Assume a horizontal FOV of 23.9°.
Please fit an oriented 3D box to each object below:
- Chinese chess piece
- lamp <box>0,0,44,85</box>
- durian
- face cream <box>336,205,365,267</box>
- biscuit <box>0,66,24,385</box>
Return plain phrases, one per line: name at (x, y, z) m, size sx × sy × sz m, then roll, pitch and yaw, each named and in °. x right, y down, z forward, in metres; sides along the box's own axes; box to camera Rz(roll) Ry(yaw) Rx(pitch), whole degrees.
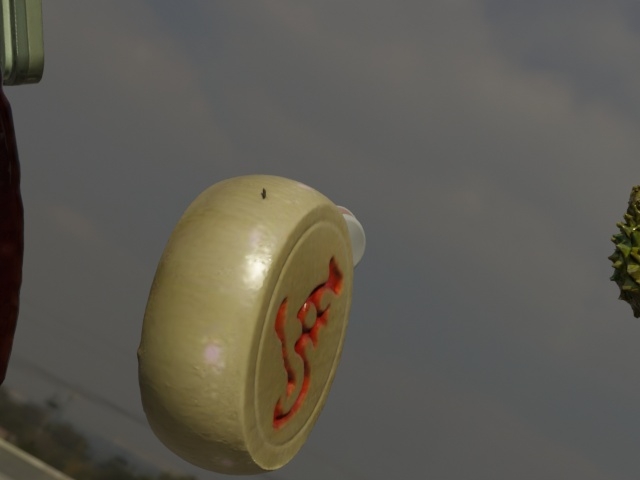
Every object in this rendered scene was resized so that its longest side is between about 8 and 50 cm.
Chinese chess piece at (-0.060, 0.074, 1.339) m, size 0.102 × 0.273 × 0.273 m, roll 11°, pitch -19°, yaw 20°
lamp at (-0.325, -0.283, 1.458) m, size 0.047 × 0.269 × 0.266 m, roll -5°, pitch 7°, yaw -28°
durian at (0.345, 0.036, 1.450) m, size 0.186 × 0.108 × 0.119 m, roll 47°, pitch -4°, yaw 6°
face cream at (0.000, 0.000, 1.850) m, size 0.095 × 0.091 × 0.091 m, roll 10°, pitch -23°, yaw 49°
biscuit at (-0.260, -0.002, 0.682) m, size 0.091 × 0.407 × 0.407 m, roll -1°, pitch -25°, yaw 23°
